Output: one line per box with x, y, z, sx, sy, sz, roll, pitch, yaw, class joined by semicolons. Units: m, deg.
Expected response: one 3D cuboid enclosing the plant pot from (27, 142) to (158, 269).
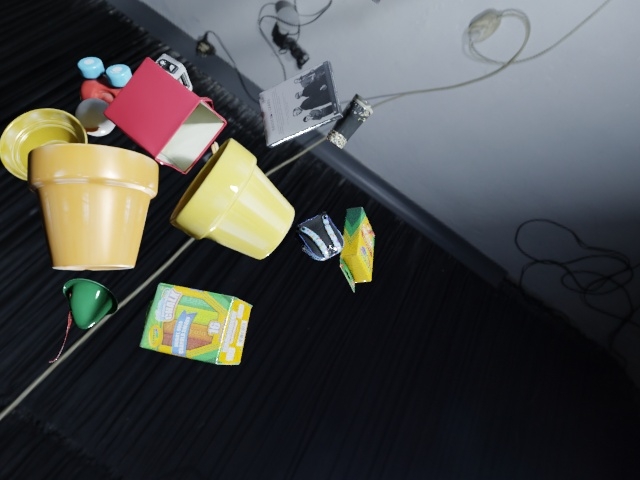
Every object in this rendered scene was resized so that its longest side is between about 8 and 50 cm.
-0.390;-0.045;0.802;0.205;0.188;0.205;-1;174;0;plant pot

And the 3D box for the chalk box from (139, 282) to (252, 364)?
-0.367;0.230;1.294;0.288;0.180;0.179;8;166;11;chalk box

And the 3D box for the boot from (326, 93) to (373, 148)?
0.098;-0.406;1.605;0.085;0.236;0.179;37;100;0;boot

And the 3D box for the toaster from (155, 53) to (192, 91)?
-0.635;-0.636;1.917;0.110;0.168;0.186;29;160;11;toaster

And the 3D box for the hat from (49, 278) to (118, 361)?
-0.751;0.253;1.446;0.172;0.184;0.209;6;133;2;hat

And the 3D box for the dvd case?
-0.062;-0.387;1.326;0.238;0.179;0.029;-18;162;23;dvd case

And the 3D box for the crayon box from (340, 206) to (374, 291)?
0.164;0.039;2.021;0.081;0.319;0.202;-7;140;21;crayon box

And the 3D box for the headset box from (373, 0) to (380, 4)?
0.146;-0.866;1.356;0.218;0.110;0.293;29;126;-12;headset box

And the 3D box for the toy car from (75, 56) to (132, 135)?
-0.698;-0.405;1.446;0.210;0.238;0.219;18;140;13;toy car

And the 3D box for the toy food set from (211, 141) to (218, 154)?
-0.312;-0.255;1.397;0.020;0.083;0.083;-13;119;-11;toy food set

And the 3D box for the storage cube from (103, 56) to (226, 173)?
-0.402;-0.323;1.227;0.193;0.215;0.183;39;-177;9;storage cube

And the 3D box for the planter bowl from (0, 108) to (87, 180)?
-0.735;-0.242;1.266;0.217;0.217;0.090;31;162;3;planter bowl

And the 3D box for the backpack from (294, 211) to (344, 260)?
0.000;0.000;1.801;0.173;0.158;0.117;54;156;16;backpack

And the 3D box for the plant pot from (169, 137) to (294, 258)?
-0.204;-0.083;1.163;0.239;0.254;0.254;36;144;-20;plant pot
